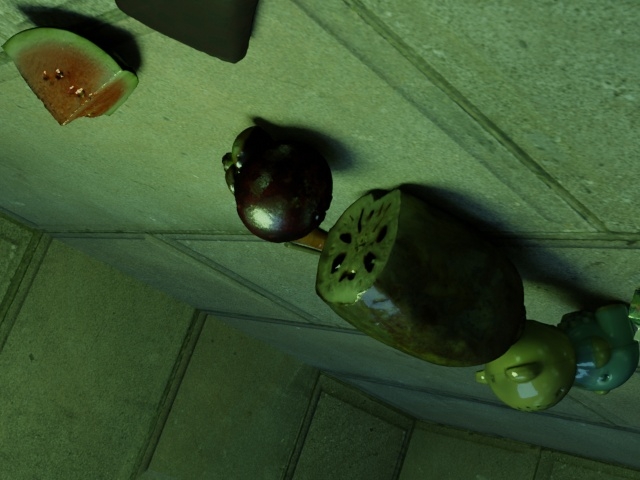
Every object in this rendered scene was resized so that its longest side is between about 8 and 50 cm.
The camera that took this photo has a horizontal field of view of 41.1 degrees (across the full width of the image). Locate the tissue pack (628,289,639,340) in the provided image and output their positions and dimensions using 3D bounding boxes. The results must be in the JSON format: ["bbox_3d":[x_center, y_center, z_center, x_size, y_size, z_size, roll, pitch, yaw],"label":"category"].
[{"bbox_3d":[0.568,0.132,1.387,0.111,0.079,0.085,6,159,40],"label":"tissue pack"}]

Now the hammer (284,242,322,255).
[{"bbox_3d":[0.002,0.026,1.748,0.062,0.013,0.198,4,172,42],"label":"hammer"}]

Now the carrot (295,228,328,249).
[{"bbox_3d":[0.000,0.000,1.704,0.216,0.048,0.048,22,165,-23],"label":"carrot"}]

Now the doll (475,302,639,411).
[{"bbox_3d":[0.415,0.211,1.514,0.260,0.162,0.177,-9,173,-18],"label":"doll"}]

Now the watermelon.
[{"bbox_3d":[-0.338,-0.240,1.235,0.192,0.137,0.145,16,-161,15],"label":"watermelon"}]

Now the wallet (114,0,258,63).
[{"bbox_3d":[-0.154,-0.281,0.947,0.181,0.049,0.229,21,166,-4],"label":"wallet"}]

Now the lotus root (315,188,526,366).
[{"bbox_3d":[0.179,0.077,1.403,0.346,0.251,0.250,25,163,-26],"label":"lotus root"}]

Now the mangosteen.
[{"bbox_3d":[-0.069,-0.085,1.300,0.184,0.172,0.172,42,161,-5],"label":"mangosteen"}]
